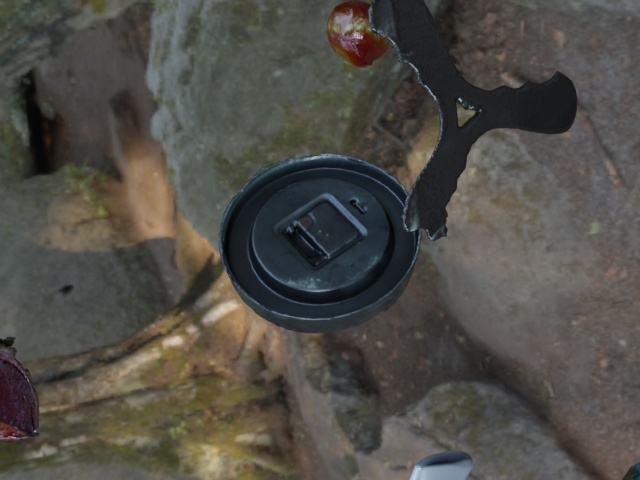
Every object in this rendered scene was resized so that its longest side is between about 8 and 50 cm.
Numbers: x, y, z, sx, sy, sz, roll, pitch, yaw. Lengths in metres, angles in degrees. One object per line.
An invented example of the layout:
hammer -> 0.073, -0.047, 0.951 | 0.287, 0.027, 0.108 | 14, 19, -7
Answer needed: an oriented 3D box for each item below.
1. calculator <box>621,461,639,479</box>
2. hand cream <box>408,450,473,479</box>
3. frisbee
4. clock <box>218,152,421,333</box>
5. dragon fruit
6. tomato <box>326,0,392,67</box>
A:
calculator -> 0.297, 0.276, 0.591 | 0.058, 0.248, 0.274 | -80, -5, -76
hand cream -> 0.092, 0.331, 0.951 | 0.048, 0.079, 0.255 | 46, 125, 41
frisbee -> 0.105, -0.091, 0.694 | 0.187, 0.211, 0.012 | -66, 21, -10
clock -> 0.000, 0.000, 1.195 | 0.055, 0.280, 0.281 | 83, 164, -56
dragon fruit -> -0.366, 0.151, 0.920 | 0.147, 0.102, 0.096 | 52, -146, -51
tomato -> 0.048, -0.261, 1.090 | 0.087, 0.087, 0.075 | 15, 79, 61
